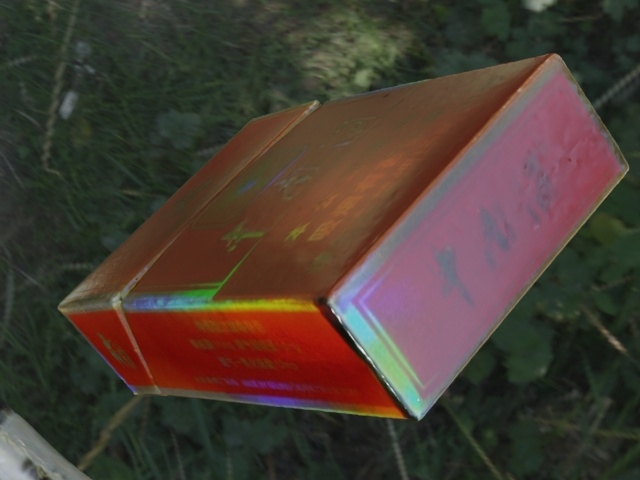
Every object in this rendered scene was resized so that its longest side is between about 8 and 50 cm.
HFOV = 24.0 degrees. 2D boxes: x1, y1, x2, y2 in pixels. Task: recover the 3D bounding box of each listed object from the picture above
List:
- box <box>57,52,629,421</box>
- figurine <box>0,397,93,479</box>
[{"bbox_3d":[-0.001,-0.001,0.485,0.112,0.175,0.048,-47,112,-27],"label":"box"},{"bbox_3d":[-0.174,0.257,0.712,0.211,0.253,0.361,25,133,-25],"label":"figurine"}]
